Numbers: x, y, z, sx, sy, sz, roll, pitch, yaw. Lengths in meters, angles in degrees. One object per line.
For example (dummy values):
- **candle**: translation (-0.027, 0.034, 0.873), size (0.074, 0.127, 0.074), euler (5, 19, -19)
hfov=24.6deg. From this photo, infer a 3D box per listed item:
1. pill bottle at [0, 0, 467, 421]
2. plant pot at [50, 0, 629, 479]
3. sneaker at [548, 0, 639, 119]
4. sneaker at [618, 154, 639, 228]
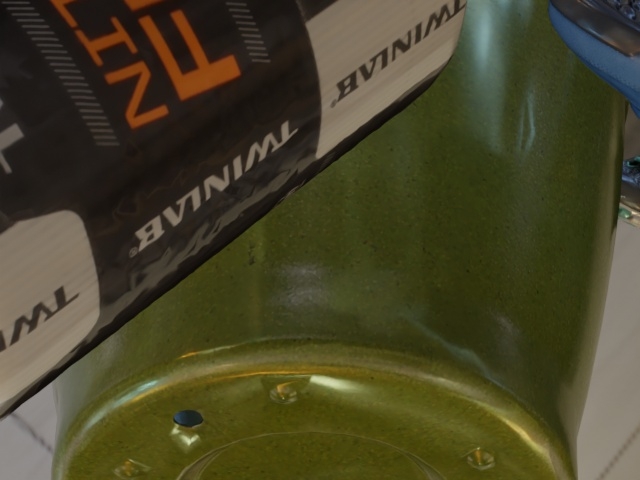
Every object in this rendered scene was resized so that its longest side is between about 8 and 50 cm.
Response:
- **pill bottle**: translation (-0.081, -0.035, 0.387), size (0.245, 0.130, 0.130), euler (-40, 92, -33)
- **plant pot**: translation (0.000, 0.000, 0.770), size (0.366, 0.366, 0.353), euler (13, 46, -11)
- **sneaker**: translation (0.175, -0.043, 0.637), size (0.209, 0.082, 0.069), euler (26, 37, -18)
- **sneaker**: translation (0.235, -0.047, 0.968), size (0.166, 0.065, 0.076), euler (4, 113, -39)
